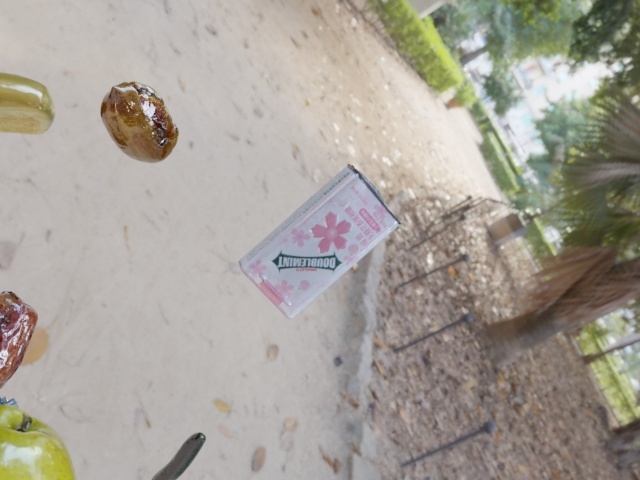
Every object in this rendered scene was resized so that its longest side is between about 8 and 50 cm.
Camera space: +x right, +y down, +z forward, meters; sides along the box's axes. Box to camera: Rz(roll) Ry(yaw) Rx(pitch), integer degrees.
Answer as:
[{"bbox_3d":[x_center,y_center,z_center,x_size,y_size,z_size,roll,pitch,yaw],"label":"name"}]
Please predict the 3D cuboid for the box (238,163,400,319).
[{"bbox_3d":[0.000,0.000,1.723,0.190,0.369,0.112,49,1,-21],"label":"box"}]

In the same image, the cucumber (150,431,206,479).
[{"bbox_3d":[-0.374,0.586,1.891,0.056,0.284,0.056,30,31,-20],"label":"cucumber"}]

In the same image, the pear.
[{"bbox_3d":[-0.646,0.522,1.351,0.362,0.418,0.362,21,-1,1],"label":"pear"}]

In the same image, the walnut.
[{"bbox_3d":[-0.321,-0.211,1.269,0.207,0.116,0.116,63,6,-61],"label":"walnut"}]

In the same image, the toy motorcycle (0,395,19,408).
[{"bbox_3d":[-0.856,0.475,1.817,0.150,0.102,0.221,53,21,1],"label":"toy motorcycle"}]

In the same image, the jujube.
[{"bbox_3d":[-0.782,0.251,1.643,0.197,0.290,0.197,34,-17,12],"label":"jujube"}]

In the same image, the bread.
[{"bbox_3d":[-0.602,-0.257,1.311,0.217,0.147,0.098,-1,79,-23],"label":"bread"}]
